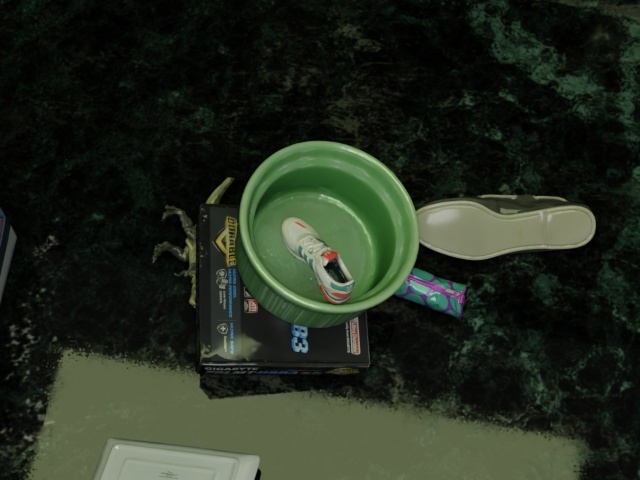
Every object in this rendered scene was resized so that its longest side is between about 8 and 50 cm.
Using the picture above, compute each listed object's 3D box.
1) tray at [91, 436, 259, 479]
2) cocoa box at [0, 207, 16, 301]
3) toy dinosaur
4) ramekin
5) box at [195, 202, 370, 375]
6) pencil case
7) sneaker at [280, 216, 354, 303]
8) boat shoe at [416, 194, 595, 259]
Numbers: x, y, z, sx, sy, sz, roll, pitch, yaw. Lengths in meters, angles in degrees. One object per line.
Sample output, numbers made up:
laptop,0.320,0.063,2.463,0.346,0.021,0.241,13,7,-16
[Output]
tray,-0.244,0.387,1.695,0.270,0.030,0.145,4,49,13
cocoa box,-0.673,0.089,1.747,0.231,0.228,0.347,7,67,1
toy dinosaur,-0.234,-0.002,1.894,0.118,0.064,0.268,13,67,-14
ramekin,0.000,0.000,1.764,0.303,0.148,0.303,6,66,-13
box,-0.069,0.087,1.833,0.293,0.073,0.295,3,67,-12
pencil case,0.186,0.083,1.870,0.151,0.070,0.064,20,68,7
sneaker,0.001,0.020,1.628,0.057,0.075,0.161,-31,78,-25
boat shoe,0.329,-0.028,1.924,0.335,0.095,0.112,0,103,2
